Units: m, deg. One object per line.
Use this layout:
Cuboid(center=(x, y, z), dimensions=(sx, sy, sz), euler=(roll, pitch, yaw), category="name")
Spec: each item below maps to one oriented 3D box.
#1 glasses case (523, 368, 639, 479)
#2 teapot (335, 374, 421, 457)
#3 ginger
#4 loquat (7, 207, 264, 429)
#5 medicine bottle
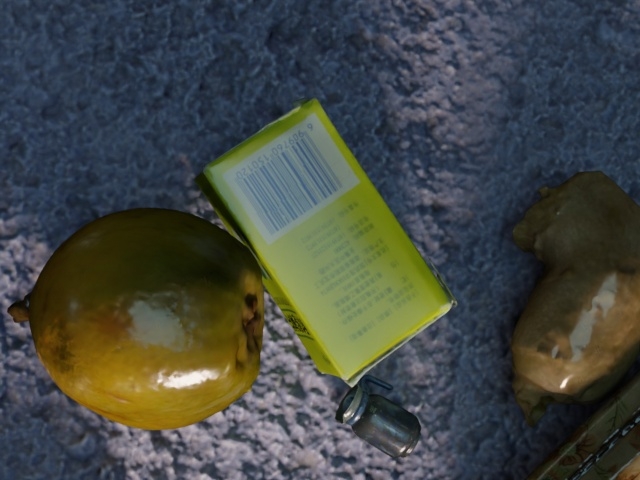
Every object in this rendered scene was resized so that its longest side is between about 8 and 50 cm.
Cuboid(center=(0.316, 0.211, 1.148), dimensions=(0.425, 0.156, 0.098), euler=(-41, 60, -11), category="glasses case")
Cuboid(center=(0.063, 0.177, 1.150), dimensions=(0.083, 0.049, 0.064), euler=(33, 81, -8), category="teapot")
Cuboid(center=(0.270, 0.064, 1.159), dimensions=(0.152, 0.138, 0.267), euler=(5, 76, 27), category="ginger")
Cuboid(center=(-0.173, 0.068, 1.034), dimensions=(0.246, 0.213, 0.214), euler=(4, 85, 16), category="loquat")
Cuboid(center=(0.000, 0.000, 1.104), dimensions=(0.141, 0.137, 0.250), euler=(-34, 94, -13), category="medicine bottle")
